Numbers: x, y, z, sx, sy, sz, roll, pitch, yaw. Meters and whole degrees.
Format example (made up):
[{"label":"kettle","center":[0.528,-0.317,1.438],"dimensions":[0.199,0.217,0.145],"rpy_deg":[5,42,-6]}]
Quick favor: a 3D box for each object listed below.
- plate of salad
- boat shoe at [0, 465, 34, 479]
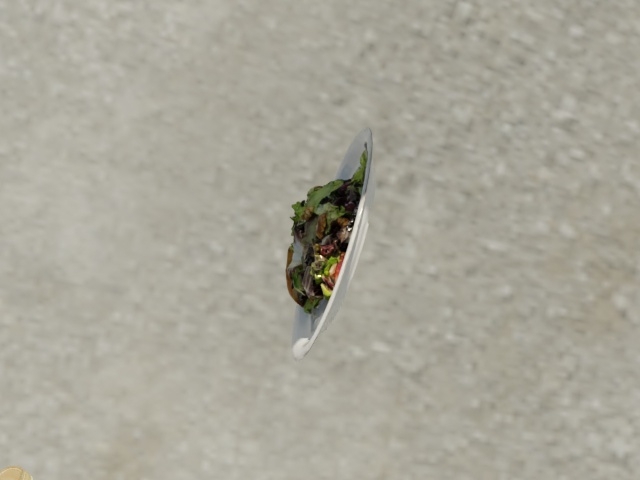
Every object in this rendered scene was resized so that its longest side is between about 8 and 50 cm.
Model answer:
[{"label":"plate of salad","center":[0.000,0.000,1.564],"dimensions":[0.200,0.048,0.199],"rpy_deg":[-162,90,-82]},{"label":"boat shoe","center":[-0.272,0.214,1.519],"dimensions":[0.050,0.135,0.045],"rpy_deg":[-9,113,28]}]
